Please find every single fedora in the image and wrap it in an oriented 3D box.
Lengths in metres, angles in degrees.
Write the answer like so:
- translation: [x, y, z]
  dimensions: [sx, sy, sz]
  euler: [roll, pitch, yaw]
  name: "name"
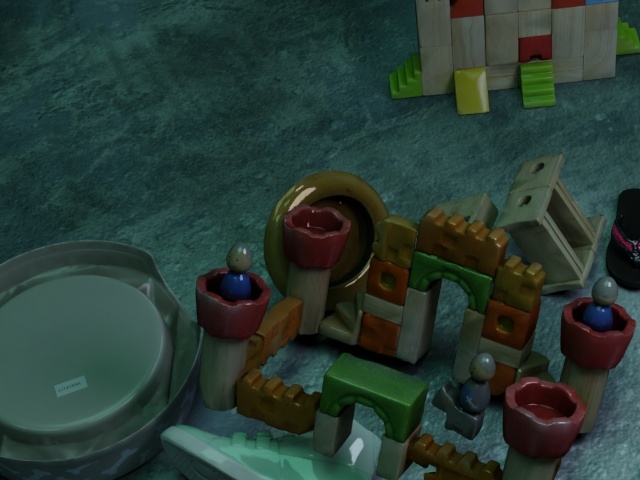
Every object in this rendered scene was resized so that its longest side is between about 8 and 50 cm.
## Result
- translation: [0.000, 0.000, 1.910]
  dimensions: [0.194, 0.194, 0.079]
  euler: [-36, 16, -23]
  name: "fedora"

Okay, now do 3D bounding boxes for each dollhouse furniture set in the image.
- translation: [0.255, -0.014, 1.904]
  dimensions: [0.183, 0.129, 0.129]
  euler: [-12, 38, 40]
  name: "dollhouse furniture set"

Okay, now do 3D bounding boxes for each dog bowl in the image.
- translation: [-0.312, 0.160, 1.817]
  dimensions: [0.348, 0.102, 0.349]
  euler: [-5, 48, 5]
  name: "dog bowl"

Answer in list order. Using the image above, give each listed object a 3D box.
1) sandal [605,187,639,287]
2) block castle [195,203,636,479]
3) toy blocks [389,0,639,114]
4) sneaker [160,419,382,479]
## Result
- translation: [0.413, -0.012, 1.909]
  dimensions: [0.067, 0.040, 0.179]
  euler: [3, 48, 11]
  name: "sandal"
- translation: [0.110, 0.109, 1.652]
  dimensions: [0.453, 0.213, 0.303]
  euler: [19, 29, 20]
  name: "block castle"
- translation: [0.281, -0.350, 2.089]
  dimensions: [0.381, 0.261, 0.191]
  euler: [-5, 47, 3]
  name: "toy blocks"
- translation: [-0.052, 0.243, 1.707]
  dimensions: [0.255, 0.094, 0.151]
  euler: [20, 58, 14]
  name: "sneaker"
